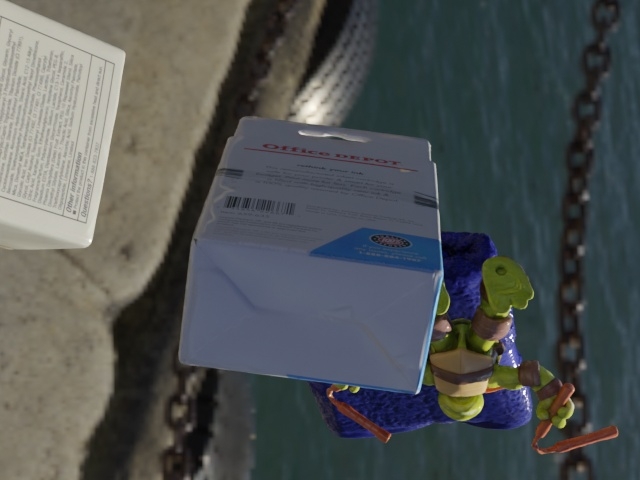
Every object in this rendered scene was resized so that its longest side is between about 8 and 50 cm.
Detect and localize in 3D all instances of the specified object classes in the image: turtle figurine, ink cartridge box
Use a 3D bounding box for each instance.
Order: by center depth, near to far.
[{"bbox_3d":[0.000,0.000,0.683,0.180,0.104,0.060,-80,178,-69],"label":"ink cartridge box"},{"bbox_3d":[0.139,0.101,1.314,0.217,0.270,0.087,87,15,-51],"label":"turtle figurine"}]

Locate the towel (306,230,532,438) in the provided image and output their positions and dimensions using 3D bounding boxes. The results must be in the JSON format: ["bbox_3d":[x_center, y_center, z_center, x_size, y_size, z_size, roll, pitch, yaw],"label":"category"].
[{"bbox_3d":[0.085,0.093,1.482,0.308,0.228,0.076,69,19,-52],"label":"towel"}]

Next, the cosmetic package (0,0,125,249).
[{"bbox_3d":[-0.296,-0.103,1.023,0.309,0.113,0.160,20,74,-44],"label":"cosmetic package"}]
